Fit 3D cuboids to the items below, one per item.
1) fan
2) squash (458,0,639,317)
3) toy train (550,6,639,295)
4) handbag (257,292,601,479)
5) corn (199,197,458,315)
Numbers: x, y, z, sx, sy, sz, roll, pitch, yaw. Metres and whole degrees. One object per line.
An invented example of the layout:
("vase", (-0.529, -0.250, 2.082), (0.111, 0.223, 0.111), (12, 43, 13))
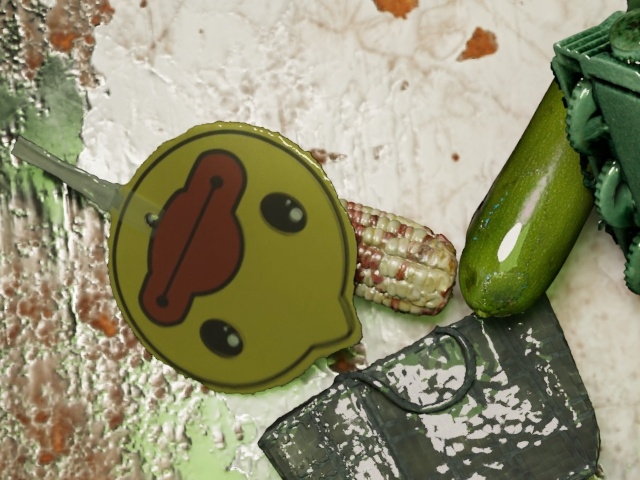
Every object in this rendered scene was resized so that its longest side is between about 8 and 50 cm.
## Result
("fan", (-0.110, -0.004, 0.900), (0.335, 0.011, 0.229), (29, 109, 6))
("squash", (0.206, -0.079, 0.899), (0.087, 0.087, 0.331), (30, 71, 6))
("toy train", (0.296, -0.058, 0.810), (0.178, 0.330, 0.138), (-41, 40, -11))
("handbag", (0.099, 0.161, 0.886), (0.270, 0.088, 0.175), (-28, 74, -3))
("corn", (0.000, 0.000, 0.913), (0.237, 0.079, 0.079), (16, 82, 8))
